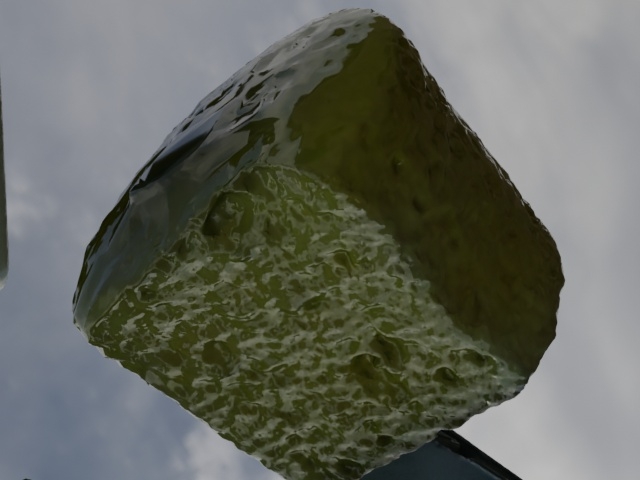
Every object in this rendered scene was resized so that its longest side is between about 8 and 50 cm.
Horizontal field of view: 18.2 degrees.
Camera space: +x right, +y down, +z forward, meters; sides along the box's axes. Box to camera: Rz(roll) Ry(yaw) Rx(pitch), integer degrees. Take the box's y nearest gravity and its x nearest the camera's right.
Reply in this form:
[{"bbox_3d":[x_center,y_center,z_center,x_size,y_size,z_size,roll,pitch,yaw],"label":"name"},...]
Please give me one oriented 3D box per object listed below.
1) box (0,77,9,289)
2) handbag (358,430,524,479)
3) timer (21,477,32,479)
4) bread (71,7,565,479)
[{"bbox_3d":[-0.267,-0.190,1.036,0.367,0.090,0.373,50,149,37],"label":"box"},{"bbox_3d":[0.036,0.211,1.066,0.144,0.221,0.057,34,-174,10],"label":"handbag"},{"bbox_3d":[-0.175,0.207,0.785,0.285,0.285,0.285,45,-155,-29],"label":"timer"},{"bbox_3d":[0.000,0.000,0.602,0.114,0.129,0.111,46,-145,-22],"label":"bread"}]
